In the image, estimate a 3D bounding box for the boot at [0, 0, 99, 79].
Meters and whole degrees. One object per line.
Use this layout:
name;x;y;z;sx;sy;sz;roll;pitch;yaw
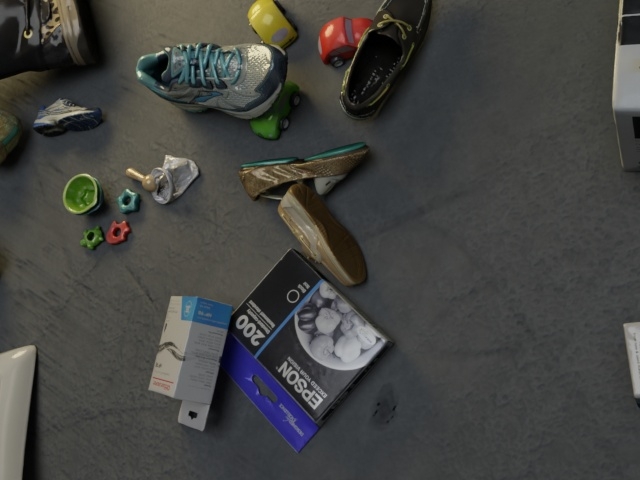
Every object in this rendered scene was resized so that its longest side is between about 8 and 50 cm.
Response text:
boot;-0.566;-0.434;1.467;0.284;0.138;0.377;-20;75;-2

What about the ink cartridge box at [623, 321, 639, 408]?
ink cartridge box;0.447;0.132;0.919;0.203;0.148;0.085;-9;71;19

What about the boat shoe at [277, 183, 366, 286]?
boat shoe;0.000;0.000;1.194;0.059;0.063;0.170;-44;75;38

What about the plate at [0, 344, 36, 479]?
plate;-0.589;0.314;1.332;0.278;0.045;0.277;-14;60;18

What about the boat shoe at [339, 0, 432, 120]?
boat shoe;0.099;-0.281;1.207;0.081;0.069;0.227;27;90;2

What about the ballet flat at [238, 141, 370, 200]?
ballet flat;-0.020;-0.096;1.231;0.206;0.073;0.067;-8;101;23

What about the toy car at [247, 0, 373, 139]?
toy car;-0.050;-0.265;1.285;0.239;0.053;0.224;21;85;26

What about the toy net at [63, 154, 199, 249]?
toy net;-0.303;-0.069;1.343;0.232;0.045;0.122;-17;70;17

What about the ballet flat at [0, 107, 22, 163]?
ballet flat;-0.670;-0.234;1.515;0.349;0.123;0.123;24;86;27

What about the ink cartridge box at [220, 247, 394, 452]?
ink cartridge box;-0.037;0.152;1.175;0.206;0.045;0.208;42;96;26

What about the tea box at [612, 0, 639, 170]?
tea box;0.519;-0.257;0.954;0.329;0.220;0.323;5;79;23

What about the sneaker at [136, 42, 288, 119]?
sneaker;-0.170;-0.245;1.253;0.283;0.122;0.110;2;82;43

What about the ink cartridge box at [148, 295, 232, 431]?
ink cartridge box;-0.190;0.173;1.198;0.104;0.060;0.180;-6;69;59

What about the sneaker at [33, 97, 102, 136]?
sneaker;-0.435;-0.221;1.437;0.135;0.052;0.058;-6;70;21
